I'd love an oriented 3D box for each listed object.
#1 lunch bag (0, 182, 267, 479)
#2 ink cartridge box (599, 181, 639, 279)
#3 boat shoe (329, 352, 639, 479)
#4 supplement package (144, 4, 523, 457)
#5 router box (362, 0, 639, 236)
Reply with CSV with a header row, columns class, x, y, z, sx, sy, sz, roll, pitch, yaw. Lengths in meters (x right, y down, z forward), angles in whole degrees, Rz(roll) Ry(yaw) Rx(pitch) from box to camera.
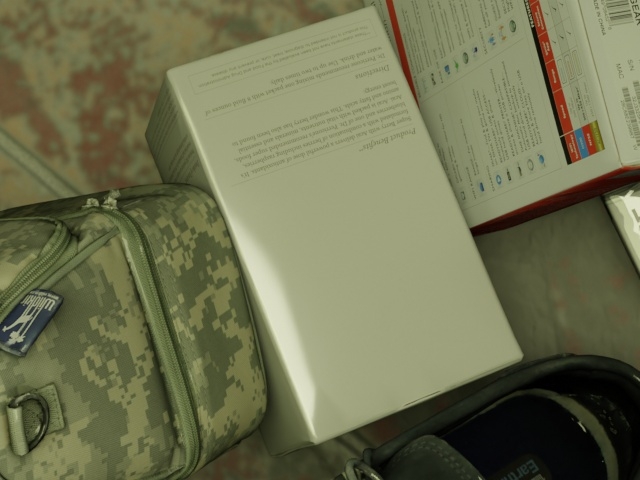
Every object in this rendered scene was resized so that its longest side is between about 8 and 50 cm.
class,x,y,z,sx,sy,sz,roll,pitch,yaw
lunch bag,-0.224,0.089,0.948,0.305,0.256,0.212,-6,102,38
ink cartridge box,0.288,-0.081,1.070,0.160,0.092,0.219,-26,82,11
boat shoe,0.067,0.217,0.922,0.187,0.500,0.156,52,140,13
supplement package,0.000,0.000,1.063,0.178,0.175,0.292,-19,83,-17
router box,0.133,-0.187,1.007,0.082,0.301,0.335,-12,85,-22
